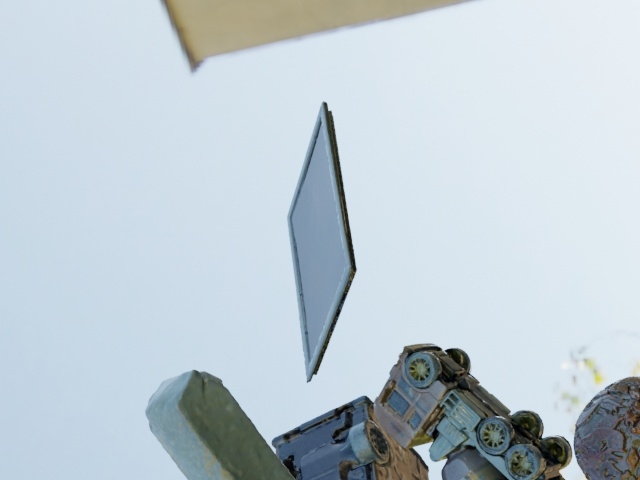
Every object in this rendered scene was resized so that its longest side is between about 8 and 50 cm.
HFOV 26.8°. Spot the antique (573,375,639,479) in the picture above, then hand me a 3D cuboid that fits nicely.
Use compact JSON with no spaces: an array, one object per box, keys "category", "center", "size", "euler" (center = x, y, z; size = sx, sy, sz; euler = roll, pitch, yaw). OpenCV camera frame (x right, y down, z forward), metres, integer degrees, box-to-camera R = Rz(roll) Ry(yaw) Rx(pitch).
[{"category":"antique","center":[0.238,0.151,1.003],"size":[0.104,0.104,0.104],"euler":[29,-124,-58]}]

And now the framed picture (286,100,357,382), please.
[{"category":"framed picture","center":[0.000,0.000,1.602],"size":[0.217,0.017,0.274],"euler":[109,160,-47]}]

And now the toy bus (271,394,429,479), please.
[{"category":"toy bus","center":[0.050,0.376,1.623],"size":[0.194,0.162,0.323],"euler":[48,-157,-37]}]

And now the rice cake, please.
[{"category":"rice cake","center":[-0.072,0.200,1.151],"size":[0.206,0.069,0.063],"euler":[57,-132,-14]}]

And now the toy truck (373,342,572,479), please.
[{"category":"toy truck","center":[0.173,0.240,1.536],"size":[0.140,0.257,0.108],"euler":[-57,-25,18]}]
